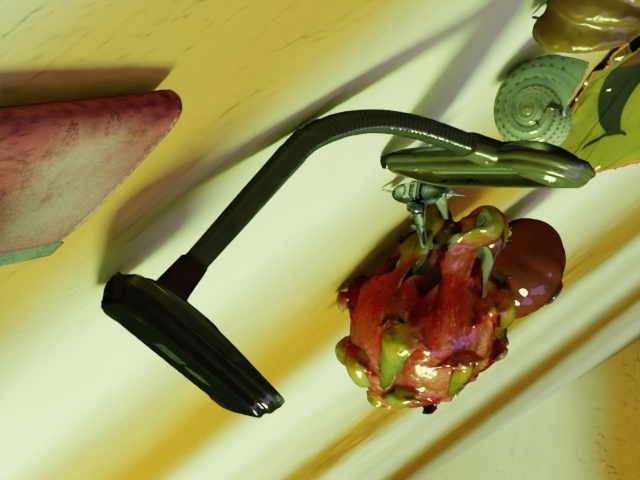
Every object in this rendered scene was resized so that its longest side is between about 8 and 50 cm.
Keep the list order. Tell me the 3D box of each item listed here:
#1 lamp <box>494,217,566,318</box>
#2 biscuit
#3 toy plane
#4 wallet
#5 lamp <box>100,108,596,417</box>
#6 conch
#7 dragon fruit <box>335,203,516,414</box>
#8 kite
[{"bbox_3d":[0.181,0.025,1.632,0.101,0.090,0.101,-43,-159,21],"label":"lamp"},{"bbox_3d":[0.219,-0.175,1.115,0.183,0.061,0.118,-31,164,-21],"label":"biscuit"},{"bbox_3d":[0.071,-0.034,1.249,0.031,0.078,0.083,11,176,-29],"label":"toy plane"},{"bbox_3d":[-0.160,-0.019,0.773,0.119,0.025,0.232,-44,165,27],"label":"wallet"},{"bbox_3d":[-0.002,-0.007,1.090,0.283,0.124,0.203,-35,-173,-17],"label":"lamp"},{"bbox_3d":[0.151,-0.098,1.215,0.076,0.057,0.085,-59,-178,11],"label":"conch"},{"bbox_3d":[0.093,0.049,1.429,0.150,0.133,0.207,-16,144,-47],"label":"dragon fruit"},{"bbox_3d":[0.332,-0.135,1.460,0.377,0.013,0.327,-35,154,21],"label":"kite"}]
